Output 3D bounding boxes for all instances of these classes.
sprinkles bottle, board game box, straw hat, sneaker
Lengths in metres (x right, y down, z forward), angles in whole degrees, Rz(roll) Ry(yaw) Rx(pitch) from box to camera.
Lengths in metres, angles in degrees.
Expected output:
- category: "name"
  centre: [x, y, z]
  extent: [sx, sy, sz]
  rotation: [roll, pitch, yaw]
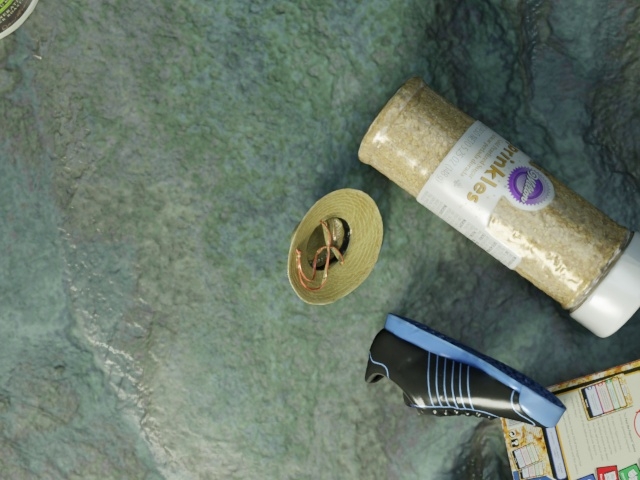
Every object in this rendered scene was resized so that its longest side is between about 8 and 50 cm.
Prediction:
- category: "sprinkles bottle"
  centre: [0.214, -0.040, 1.128]
  extent: [0.355, 0.121, 0.121]
  rotation: [37, 85, 7]
- category: "board game box"
  centre: [0.300, 0.220, 1.066]
  extent: [0.194, 0.045, 0.146]
  rotation: [-22, 59, 25]
- category: "straw hat"
  centre: [0.000, 0.000, 1.158]
  extent: [0.061, 0.144, 0.144]
  rotation: [23, 82, 48]
- category: "sneaker"
  centre: [0.156, 0.166, 1.105]
  extent: [0.232, 0.081, 0.090]
  rotation: [26, 95, 30]

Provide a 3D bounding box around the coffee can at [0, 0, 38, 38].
- category: "coffee can"
  centre: [-0.452, -0.358, 1.119]
  extent: [0.202, 0.275, 0.201]
  rotation: [0, 83, 3]
